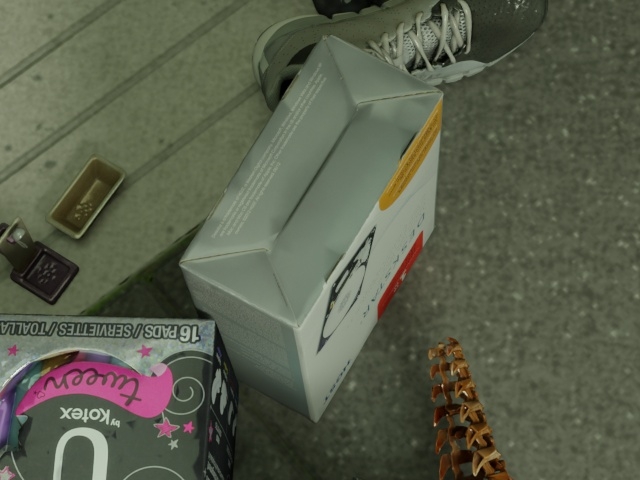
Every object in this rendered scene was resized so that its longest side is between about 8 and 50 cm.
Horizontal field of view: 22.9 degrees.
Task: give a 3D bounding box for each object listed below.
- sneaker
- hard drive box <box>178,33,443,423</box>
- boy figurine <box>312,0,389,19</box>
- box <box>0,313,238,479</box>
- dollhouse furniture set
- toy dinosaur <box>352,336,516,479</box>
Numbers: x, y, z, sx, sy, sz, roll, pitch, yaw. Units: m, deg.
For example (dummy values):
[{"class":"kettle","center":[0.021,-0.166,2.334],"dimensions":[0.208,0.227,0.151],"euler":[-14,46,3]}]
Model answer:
[{"class":"sneaker","center":[0.063,-0.129,1.155],"dimensions":[0.229,0.086,0.132],"euler":[-16,26,5]},{"class":"hard drive box","center":[0.000,0.000,1.061],"dimensions":[0.089,0.232,0.181],"euler":[28,74,12]},{"class":"boy figurine","center":[0.044,-0.266,1.131],"dimensions":[0.177,0.285,0.092],"euler":[-4,69,-2]},{"class":"box","center":[-0.187,0.137,1.055],"dimensions":[0.247,0.163,0.142],"euler":[1,70,3]},{"class":"dollhouse furniture set","center":[-0.207,-0.032,1.162],"dimensions":[0.091,0.081,0.114],"euler":[31,74,13]},{"class":"toy dinosaur","center":[0.071,0.234,1.017],"dimensions":[0.218,0.164,0.321],"euler":[16,47,-37]}]
